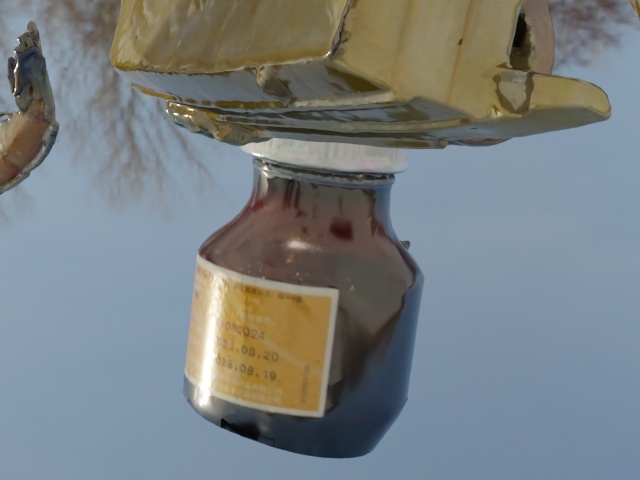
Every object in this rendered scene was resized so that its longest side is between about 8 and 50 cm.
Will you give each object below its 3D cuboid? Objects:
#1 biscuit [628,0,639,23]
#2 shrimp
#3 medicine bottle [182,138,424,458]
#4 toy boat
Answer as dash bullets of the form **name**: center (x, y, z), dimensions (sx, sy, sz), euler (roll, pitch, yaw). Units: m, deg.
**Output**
- **biscuit**: center (0.352, -0.188, 0.802), dimensions (0.343, 0.287, 0.057), euler (-13, -136, -7)
- **shrimp**: center (-0.237, -0.113, 0.761), dimensions (0.147, 0.195, 0.035), euler (-21, -154, 34)
- **medicine bottle**: center (0.000, 0.000, 1.289), dimensions (0.242, 0.395, 0.242), euler (11, -173, -1)
- **toy boat**: center (0.007, -0.082, 0.518), dimensions (0.115, 0.089, 0.310), euler (12, 178, -29)
